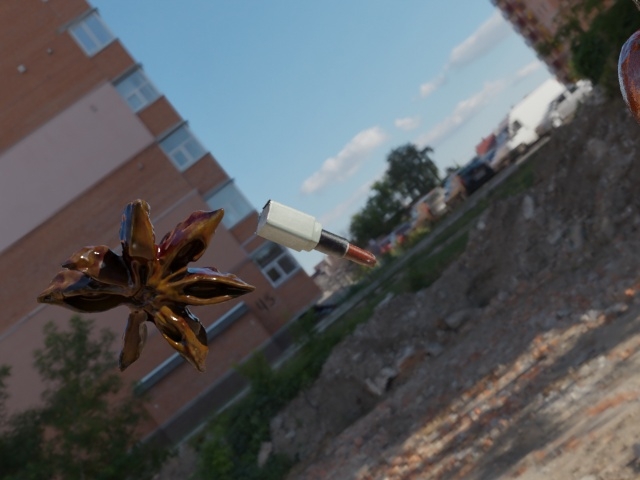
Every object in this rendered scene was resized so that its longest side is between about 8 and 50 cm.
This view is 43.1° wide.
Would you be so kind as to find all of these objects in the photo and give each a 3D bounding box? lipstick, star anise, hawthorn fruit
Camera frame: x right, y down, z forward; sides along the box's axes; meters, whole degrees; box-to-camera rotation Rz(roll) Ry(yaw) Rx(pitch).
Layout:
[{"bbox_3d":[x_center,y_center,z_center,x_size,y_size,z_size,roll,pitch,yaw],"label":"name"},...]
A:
[{"bbox_3d":[0.000,0.000,0.672,0.025,0.107,0.025,-44,28,53],"label":"lipstick"},{"bbox_3d":[-0.180,0.040,0.876,0.111,0.213,0.196,-75,9,-63],"label":"star anise"},{"bbox_3d":[0.181,-0.097,0.416,0.067,0.103,0.066,-27,33,19],"label":"hawthorn fruit"}]
